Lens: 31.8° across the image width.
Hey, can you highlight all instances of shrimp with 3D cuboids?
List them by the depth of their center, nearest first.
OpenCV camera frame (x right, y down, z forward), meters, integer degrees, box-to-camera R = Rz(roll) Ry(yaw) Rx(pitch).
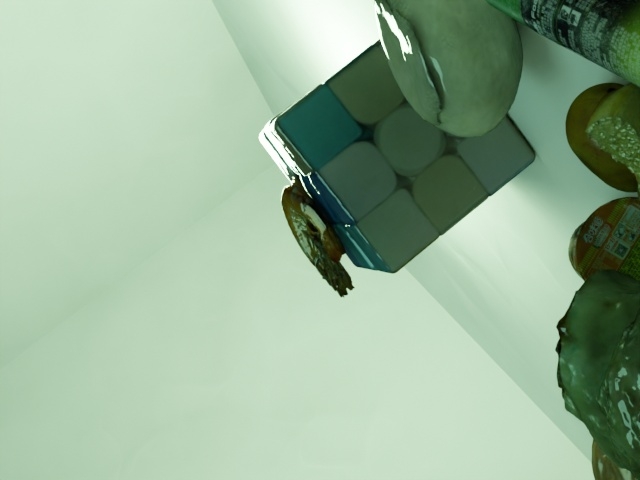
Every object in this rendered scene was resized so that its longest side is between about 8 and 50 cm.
[{"bbox_3d":[0.000,0.000,2.132,0.248,0.068,0.150,60,166,-24],"label":"shrimp"}]

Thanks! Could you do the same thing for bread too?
[{"bbox_3d":[0.405,-0.125,1.350,0.156,0.125,0.086,51,165,2],"label":"bread"}]

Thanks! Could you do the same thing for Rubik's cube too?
[{"bbox_3d":[0.128,-0.174,2.084,0.346,0.347,0.344,54,175,-5],"label":"Rubik's cube"}]

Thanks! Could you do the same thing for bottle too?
[{"bbox_3d":[0.314,-0.269,1.332,0.330,0.093,0.093,45,170,49],"label":"bottle"}]

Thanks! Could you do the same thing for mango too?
[{"bbox_3d":[0.396,-0.132,1.519,0.136,0.099,0.227,41,177,30],"label":"mango"}]

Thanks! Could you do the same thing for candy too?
[{"bbox_3d":[0.194,-0.295,1.669,0.295,0.185,0.295,159,90,-88],"label":"candy"}]

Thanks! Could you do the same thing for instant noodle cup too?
[{"bbox_3d":[0.454,0.018,1.717,0.168,0.168,0.185,53,-178,0],"label":"instant noodle cup"}]

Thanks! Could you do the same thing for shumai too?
[{"bbox_3d":[0.468,0.179,1.459,0.323,0.324,0.397,16,137,61],"label":"shumai"}]

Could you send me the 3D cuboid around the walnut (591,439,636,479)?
[{"bbox_3d":[0.621,0.380,1.875,0.344,0.306,0.306,58,173,-15],"label":"walnut"}]
